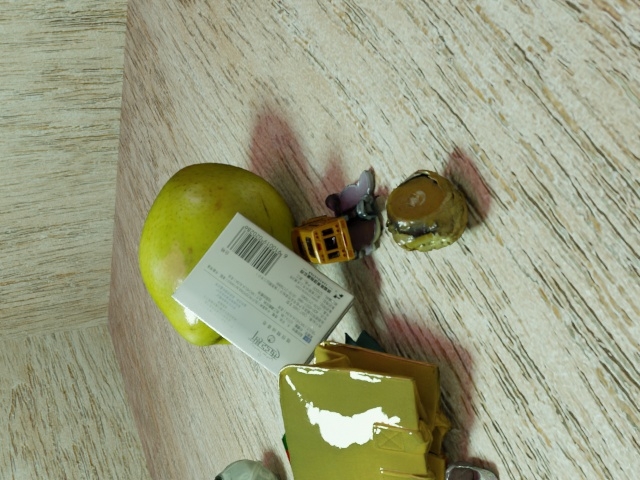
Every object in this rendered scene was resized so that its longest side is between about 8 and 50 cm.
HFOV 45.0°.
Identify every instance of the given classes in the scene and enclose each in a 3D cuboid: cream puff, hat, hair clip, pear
[{"bbox_3d":[0.163,-0.037,1.159,0.133,0.119,0.104,20,155,38],"label":"cream puff"},{"bbox_3d":[0.239,0.369,1.196,0.087,0.042,0.058,-2,99,30],"label":"hat"},{"bbox_3d":[0.069,-0.043,1.434,0.187,0.056,0.146,139,120,-70],"label":"hair clip"},{"bbox_3d":[-0.219,0.028,1.704,0.362,0.363,0.418,121,142,-53],"label":"pear"},{"bbox_3d":[-0.158,0.688,1.987,0.275,0.161,0.232,62,168,-9],"label":"hat"}]

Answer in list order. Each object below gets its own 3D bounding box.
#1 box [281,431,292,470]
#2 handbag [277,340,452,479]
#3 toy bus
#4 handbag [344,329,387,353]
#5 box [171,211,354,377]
[{"bbox_3d":[-0.030,0.462,1.777,0.132,0.034,0.235,65,149,31],"label":"box"},{"bbox_3d":[0.092,0.382,1.313,0.283,0.133,0.400,4,107,39],"label":"handbag"},{"bbox_3d":[0.000,0.000,1.452,0.194,0.088,0.083,-175,70,-74],"label":"toy bus"},{"bbox_3d":[0.086,0.302,1.461,0.179,0.062,0.229,42,133,54],"label":"handbag"},{"bbox_3d":[-0.103,0.113,1.450,0.274,0.203,0.116,35,171,8],"label":"box"}]
